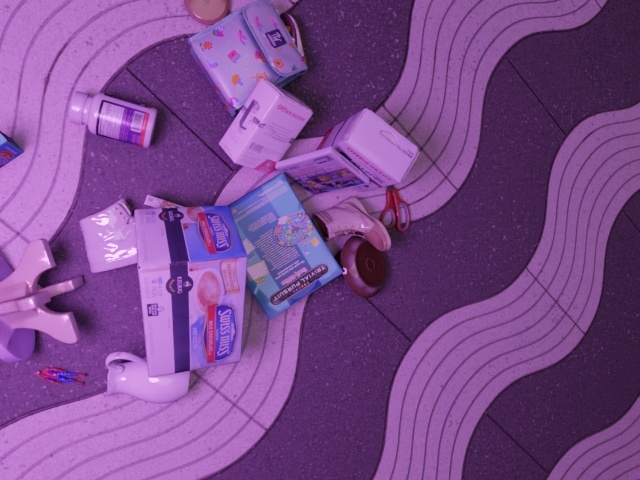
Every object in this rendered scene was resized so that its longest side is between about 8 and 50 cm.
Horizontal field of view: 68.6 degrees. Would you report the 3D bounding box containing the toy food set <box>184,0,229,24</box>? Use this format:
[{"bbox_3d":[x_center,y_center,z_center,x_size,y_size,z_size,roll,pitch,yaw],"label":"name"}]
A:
[{"bbox_3d":[-0.315,-0.670,1.319,0.132,0.038,0.192,-27,105,-11],"label":"toy food set"}]

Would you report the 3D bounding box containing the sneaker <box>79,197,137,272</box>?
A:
[{"bbox_3d":[-0.467,-0.035,1.224,0.292,0.108,0.169,-16,99,-18],"label":"sneaker"}]

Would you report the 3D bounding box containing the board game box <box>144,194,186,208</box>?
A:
[{"bbox_3d":[-0.389,-0.081,1.254,0.154,0.103,0.026,19,84,-19],"label":"board game box"}]

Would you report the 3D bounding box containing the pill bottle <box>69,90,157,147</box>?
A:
[{"bbox_3d":[-0.526,-0.313,1.201,0.193,0.108,0.108,13,86,-19],"label":"pill bottle"}]

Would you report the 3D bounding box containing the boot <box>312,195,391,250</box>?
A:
[{"bbox_3d":[0.091,-0.028,1.388,0.165,0.077,0.213,-24,62,-31],"label":"boot"}]

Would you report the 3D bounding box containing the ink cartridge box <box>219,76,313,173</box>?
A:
[{"bbox_3d":[-0.145,-0.304,1.266,0.218,0.158,0.092,-50,63,18],"label":"ink cartridge box"}]

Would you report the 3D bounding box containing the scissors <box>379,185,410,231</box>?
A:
[{"bbox_3d":[0.235,-0.174,1.528,0.109,0.021,0.297,-5,91,-17],"label":"scissors"}]

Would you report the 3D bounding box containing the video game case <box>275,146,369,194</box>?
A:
[{"bbox_3d":[0.006,-0.190,1.318,0.183,0.201,0.023,31,61,-44],"label":"video game case"}]

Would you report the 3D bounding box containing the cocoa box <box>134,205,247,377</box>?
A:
[{"bbox_3d":[-0.316,0.119,1.140,0.228,0.231,0.347,-5,126,-21],"label":"cocoa box"}]

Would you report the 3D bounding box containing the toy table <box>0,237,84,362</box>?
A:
[{"bbox_3d":[-0.680,0.133,1.090,0.161,0.252,0.274,-17,109,-3],"label":"toy table"}]

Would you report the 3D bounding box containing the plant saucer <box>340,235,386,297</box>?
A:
[{"bbox_3d":[0.142,0.076,1.438,0.198,0.036,0.199,18,65,-42],"label":"plant saucer"}]

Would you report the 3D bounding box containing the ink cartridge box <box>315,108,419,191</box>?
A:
[{"bbox_3d":[0.122,-0.248,1.349,0.197,0.273,0.114,34,79,-17],"label":"ink cartridge box"}]

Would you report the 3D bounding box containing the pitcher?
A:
[{"bbox_3d":[-0.442,0.342,1.205,0.207,0.178,0.125,6,47,-17],"label":"pitcher"}]

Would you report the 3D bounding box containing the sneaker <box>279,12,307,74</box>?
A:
[{"bbox_3d":[-0.102,-0.571,1.375,0.084,0.069,0.185,-19,95,-19],"label":"sneaker"}]

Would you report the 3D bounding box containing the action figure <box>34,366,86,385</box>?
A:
[{"bbox_3d":[-0.665,0.346,1.197,0.115,0.030,0.038,15,90,-17],"label":"action figure"}]

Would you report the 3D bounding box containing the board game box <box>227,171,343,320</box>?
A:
[{"bbox_3d":[-0.131,0.016,1.342,0.253,0.079,0.336,-32,101,-7],"label":"board game box"}]

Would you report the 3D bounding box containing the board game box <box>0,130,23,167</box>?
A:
[{"bbox_3d":[-0.804,-0.170,1.073,0.210,0.160,0.047,-42,104,-14],"label":"board game box"}]

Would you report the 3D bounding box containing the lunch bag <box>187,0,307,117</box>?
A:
[{"bbox_3d":[-0.190,-0.503,1.285,0.262,0.160,0.223,-34,101,-7],"label":"lunch bag"}]
